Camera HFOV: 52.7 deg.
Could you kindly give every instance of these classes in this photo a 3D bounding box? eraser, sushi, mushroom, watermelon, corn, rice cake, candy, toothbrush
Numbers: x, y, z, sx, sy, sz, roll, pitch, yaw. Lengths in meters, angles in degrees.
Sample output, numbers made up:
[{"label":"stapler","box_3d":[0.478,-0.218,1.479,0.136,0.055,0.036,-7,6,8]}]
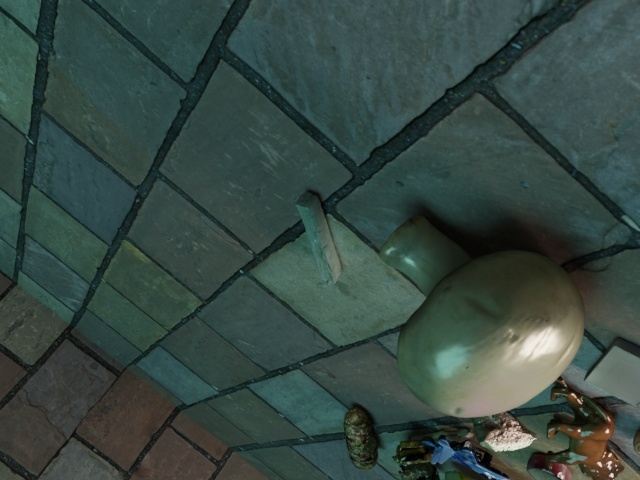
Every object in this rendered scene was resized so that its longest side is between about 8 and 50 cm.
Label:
[{"label":"eraser","box_3d":[0.544,0.235,1.147,0.104,0.023,0.150,26,147,16]},{"label":"sushi","box_3d":[0.271,0.657,1.860,0.139,0.131,0.291,-5,147,11]},{"label":"mushroom","box_3d":[0.251,0.131,1.039,0.356,0.315,0.315,44,148,-13]},{"label":"watermelon","box_3d":[0.421,0.444,1.505,0.155,0.101,0.080,31,139,-11]},{"label":"corn","box_3d":[0.125,0.616,2.005,0.098,0.098,0.289,18,141,27]},{"label":"rice cake","box_3d":[0.000,0.000,1.336,0.042,0.045,0.245,13,142,29]},{"label":"candy","box_3d":[0.550,0.557,1.557,0.103,0.043,0.103,25,147,17]},{"label":"toothbrush","box_3d":[0.321,0.533,1.765,0.028,0.026,0.294,28,151,-18]}]

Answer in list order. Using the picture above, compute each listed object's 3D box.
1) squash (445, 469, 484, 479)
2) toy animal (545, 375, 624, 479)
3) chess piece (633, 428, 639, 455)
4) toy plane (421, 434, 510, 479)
[{"label":"squash","box_3d":[0.521,0.729,1.758,0.309,0.210,0.233,-2,159,-3]},{"label":"toy animal","box_3d":[0.546,0.403,1.325,0.158,0.097,0.312,5,136,22]},{"label":"chess piece","box_3d":[0.651,0.398,1.250,0.084,0.038,0.083,25,145,18]},{"label":"toy plane","box_3d":[0.392,0.568,1.681,0.247,0.078,0.169,21,154,-13]}]
